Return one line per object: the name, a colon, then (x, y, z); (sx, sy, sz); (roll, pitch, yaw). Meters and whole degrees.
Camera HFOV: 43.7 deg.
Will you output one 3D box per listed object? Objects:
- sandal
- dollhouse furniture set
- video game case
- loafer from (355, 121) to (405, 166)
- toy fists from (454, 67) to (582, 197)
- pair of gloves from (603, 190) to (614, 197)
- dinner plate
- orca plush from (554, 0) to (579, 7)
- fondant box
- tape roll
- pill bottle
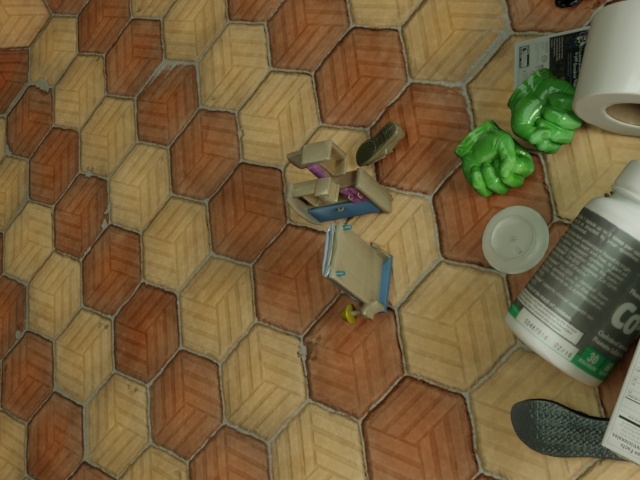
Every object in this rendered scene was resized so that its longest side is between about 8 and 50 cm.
sandal: (0.467, 0.346, 1.429); (0.254, 0.054, 0.097); (8, 89, 27)
dollhouse furniture set: (0.000, 0.000, 1.706); (0.198, 0.286, 0.304); (-10, 60, 33)
video game case: (0.478, -0.331, 1.622); (0.173, 0.022, 0.191); (-5, 74, 35)
loafer: (0.138, -0.213, 1.818); (0.148, 0.050, 0.056); (-36, 54, 41)
toy fists: (0.395, -0.204, 1.585); (0.279, 0.096, 0.142); (-45, 68, 26)
pair of gloves: (0.574, -0.076, 1.488); (0.083, 0.010, 0.074); (-43, 58, 22)
dinner plate: (0.387, -0.003, 1.600); (0.141, 0.017, 0.141); (-9, 73, 34)
orca plush: (0.478, -0.578, 1.621); (0.151, 0.102, 0.287); (-53, 53, 30)
fondant box: (0.567, 0.165, 1.230); (0.096, 0.238, 0.331); (26, 111, 35)
tape roll: (0.581, -0.293, 1.397); (0.246, 0.246, 0.169); (11, 84, 37)
pill bottle: (0.501, 0.054, 1.383); (0.204, 0.204, 0.361); (41, 102, 36)
